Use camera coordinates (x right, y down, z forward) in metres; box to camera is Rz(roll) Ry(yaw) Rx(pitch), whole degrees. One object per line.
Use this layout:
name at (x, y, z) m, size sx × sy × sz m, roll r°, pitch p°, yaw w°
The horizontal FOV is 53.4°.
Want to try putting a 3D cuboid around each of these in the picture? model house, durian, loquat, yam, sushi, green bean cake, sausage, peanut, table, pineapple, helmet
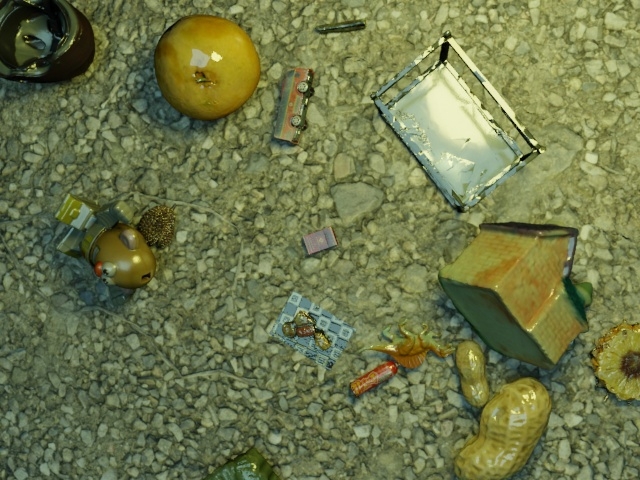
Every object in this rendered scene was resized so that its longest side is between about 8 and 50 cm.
model house at (0.494, 0.099, 1.508) m, size 0.280 × 0.245 × 0.312 m, roll -47°, pitch 113°, yaw -18°
durian at (-0.437, -0.046, 1.714) m, size 0.110 × 0.071 × 0.140 m, roll 36°, pitch 93°, yaw 5°
loquat at (-0.282, -0.431, 1.590) m, size 0.263 × 0.263 × 0.263 m, roll 0°, pitch 93°, yaw 9°
yam at (0.053, -0.548, 1.630) m, size 0.130 × 0.033 × 0.027 m, roll -3°, pitch 119°, yaw 14°
sushi at (-0.022, 0.243, 1.679) m, size 0.201 × 0.031 × 0.139 m, roll 30°, pitch 97°, yaw 6°
green bean cake at (-0.209, 0.695, 1.692) m, size 0.223 × 0.125 × 0.227 m, roll -37°, pitch 82°, yaw 8°
sausage at (0.147, 0.355, 1.651) m, size 0.145 × 0.048 × 0.050 m, roll -32°, pitch 50°, yaw 8°
peanut at (0.446, 0.479, 1.561) m, size 0.153 × 0.140 × 0.325 m, roll 34°, pitch 99°, yaw -11°
peanut at (0.381, 0.337, 1.594) m, size 0.080 × 0.080 × 0.174 m, roll -11°, pitch 90°, yaw 10°
table at (0.308, -0.259, 1.477) m, size 0.222 × 0.272 × 0.335 m, roll -39°, pitch 87°, yaw 9°
pineapple at (0.756, 0.303, 1.548) m, size 0.221 × 0.047 × 0.221 m, roll 1°, pitch 94°, yaw 9°
helmet at (-0.731, -0.521, 1.683) m, size 0.306 × 0.177 × 0.224 m, roll -4°, pitch 87°, yaw 16°

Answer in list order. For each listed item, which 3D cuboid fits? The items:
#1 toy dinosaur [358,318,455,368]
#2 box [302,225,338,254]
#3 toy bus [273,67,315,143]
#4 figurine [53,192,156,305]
toy dinosaur at (0.221, 0.277, 1.634) m, size 0.212 × 0.057 × 0.142 m, roll -33°, pitch 94°, yaw 12°
box at (0.000, 0.000, 1.667) m, size 0.082 × 0.023 × 0.051 m, roll -19°, pitch 91°, yaw 10°
toy bus at (-0.067, -0.348, 1.640) m, size 0.077 × 0.065 × 0.192 m, roll 13°, pitch 95°, yaw 16°
figurine at (-0.548, 0.021, 1.662) m, size 0.285 × 0.342 × 0.167 m, roll 33°, pitch 64°, yaw 16°
